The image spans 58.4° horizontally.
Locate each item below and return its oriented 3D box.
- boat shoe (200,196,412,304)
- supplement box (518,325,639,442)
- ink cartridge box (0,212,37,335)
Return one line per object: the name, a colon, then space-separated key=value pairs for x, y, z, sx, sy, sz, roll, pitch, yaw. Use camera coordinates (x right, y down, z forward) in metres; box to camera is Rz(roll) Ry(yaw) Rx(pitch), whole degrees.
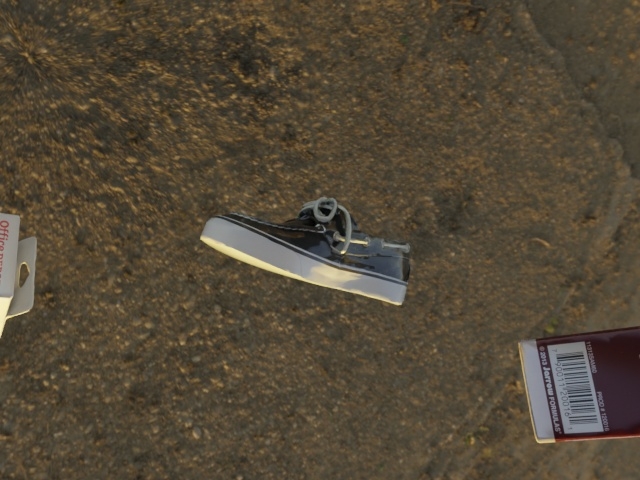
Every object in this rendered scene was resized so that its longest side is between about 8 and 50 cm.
boat shoe: x=0.003 y=0.001 z=0.694 sx=0.306 sy=0.113 sz=0.104 roll=18 pitch=86 yaw=-34
supplement box: x=0.273 y=0.092 z=0.400 sx=0.130 sy=0.240 sz=0.073 roll=27 pitch=55 yaw=-63
ink cartridge box: x=-0.334 y=0.031 z=0.507 sx=0.143 sy=0.092 sz=0.090 roll=10 pitch=140 yaw=-31
